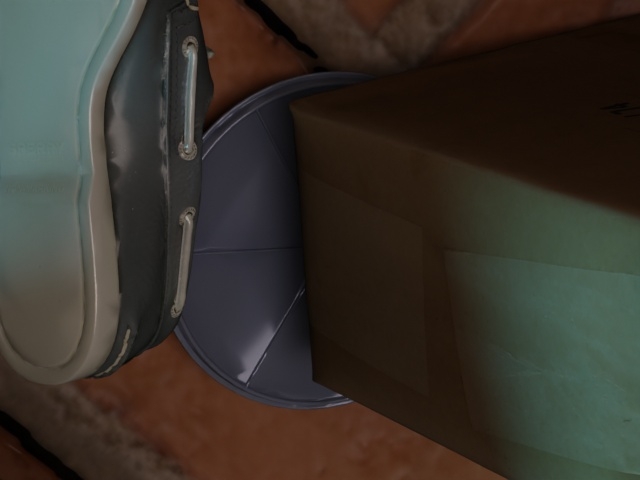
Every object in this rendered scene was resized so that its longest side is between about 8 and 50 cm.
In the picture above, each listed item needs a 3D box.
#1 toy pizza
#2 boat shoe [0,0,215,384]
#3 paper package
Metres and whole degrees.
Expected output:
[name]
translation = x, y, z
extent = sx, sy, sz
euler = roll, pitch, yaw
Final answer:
[toy pizza]
translation = 0.000, 0.000, 1.090
extent = 0.201, 0.032, 0.201
euler = -6, 107, -20
[boat shoe]
translation = -0.111, -0.086, 0.995
extent = 0.099, 0.116, 0.319
euler = -4, 100, -53
[paper package]
translation = 0.189, 0.003, 0.972
extent = 0.309, 0.325, 0.168
euler = -16, 111, -30
